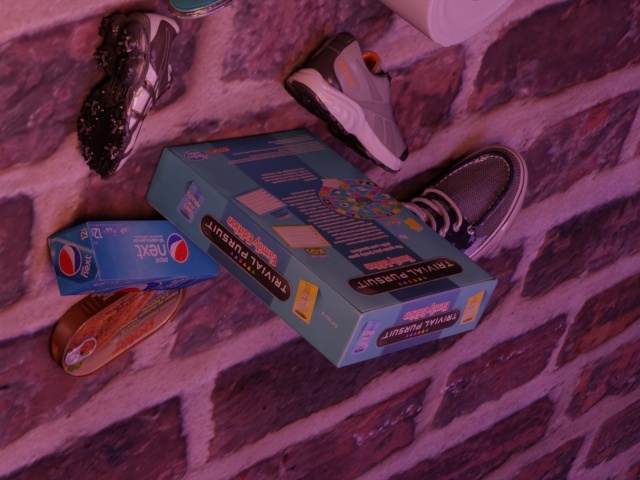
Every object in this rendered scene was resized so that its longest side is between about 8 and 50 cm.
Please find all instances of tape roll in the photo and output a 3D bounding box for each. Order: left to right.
[{"bbox_3d":[0.186,-0.372,2.300,0.286,0.100,0.286,-42,158,-21],"label":"tape roll"}]

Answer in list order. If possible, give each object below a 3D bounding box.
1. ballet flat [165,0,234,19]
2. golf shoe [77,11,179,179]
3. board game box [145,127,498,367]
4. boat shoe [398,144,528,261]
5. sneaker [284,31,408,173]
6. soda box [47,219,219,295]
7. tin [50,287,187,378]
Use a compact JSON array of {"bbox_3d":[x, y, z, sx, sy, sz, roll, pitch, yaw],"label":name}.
[{"bbox_3d":[-0.087,-0.295,2.095,0.188,0.070,0.070,-41,150,-10],"label":"ballet flat"},{"bbox_3d":[-0.198,-0.153,2.087,0.094,0.077,0.198,-18,139,-44],"label":"golf shoe"},{"bbox_3d":[0.000,0.000,2.272,0.254,0.336,0.079,-12,133,-48],"label":"board game box"},{"bbox_3d":[0.149,-0.016,2.671,0.340,0.127,0.158,-47,159,-5],"label":"boat shoe"},{"bbox_3d":[0.057,-0.166,2.409,0.108,0.100,0.271,-54,151,-4],"label":"sneaker"},{"bbox_3d":[-0.213,0.019,2.246,0.067,0.071,0.210,-21,169,35],"label":"soda box"},{"bbox_3d":[-0.244,0.093,2.351,0.190,0.040,0.106,-34,143,-27],"label":"tin"}]
